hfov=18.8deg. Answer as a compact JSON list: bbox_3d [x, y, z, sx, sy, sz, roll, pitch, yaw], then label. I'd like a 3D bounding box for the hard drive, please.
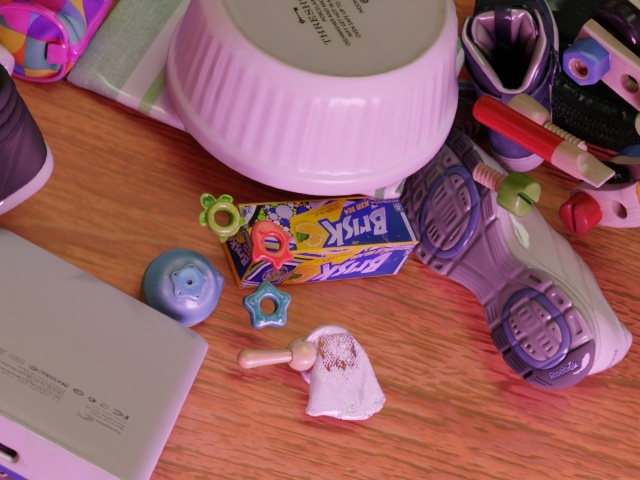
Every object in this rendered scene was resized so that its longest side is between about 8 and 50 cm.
[{"bbox_3d":[-0.207,0.094,1.472,0.210,0.040,0.318,29,17,-3],"label":"hard drive"}]

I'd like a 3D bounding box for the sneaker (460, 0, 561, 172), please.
[{"bbox_3d":[0.179,-0.201,1.827,0.086,0.163,0.226,-8,58,9],"label":"sneaker"}]

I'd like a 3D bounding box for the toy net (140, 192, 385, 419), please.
[{"bbox_3d":[-0.036,0.066,1.666,0.232,0.045,0.122,37,71,-7],"label":"toy net"}]

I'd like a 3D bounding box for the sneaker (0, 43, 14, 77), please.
[{"bbox_3d":[-0.425,-0.124,1.580,0.366,0.135,0.150,-25,71,-40],"label":"sneaker"}]

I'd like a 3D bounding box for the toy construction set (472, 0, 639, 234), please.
[{"bbox_3d":[0.309,-0.072,1.692,0.237,0.257,0.309,34,32,33],"label":"toy construction set"}]

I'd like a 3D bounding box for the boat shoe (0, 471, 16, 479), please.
[{"bbox_3d":[-0.276,0.170,1.437,0.305,0.109,0.091,23,43,-14],"label":"boat shoe"}]

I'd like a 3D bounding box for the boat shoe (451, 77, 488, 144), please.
[{"bbox_3d":[0.133,-0.121,1.910,0.183,0.066,0.066,21,52,3],"label":"boat shoe"}]

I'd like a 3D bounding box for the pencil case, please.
[{"bbox_3d":[-0.229,-0.251,1.803,0.104,0.104,0.236,29,49,-3],"label":"pencil case"}]

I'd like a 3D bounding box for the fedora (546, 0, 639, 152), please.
[{"bbox_3d":[0.331,-0.209,1.985,0.334,0.152,0.334,-3,68,8],"label":"fedora"}]

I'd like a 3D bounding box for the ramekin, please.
[{"bbox_3d":[0.002,-0.181,1.747,0.273,0.127,0.273,6,51,-7],"label":"ramekin"}]

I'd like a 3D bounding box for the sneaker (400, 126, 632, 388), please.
[{"bbox_3d":[0.180,0.016,1.811,0.129,0.111,0.297,3,50,-52],"label":"sneaker"}]

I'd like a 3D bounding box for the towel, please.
[{"bbox_3d":[-0.041,-0.172,1.836,0.325,0.038,0.248,23,50,5],"label":"towel"}]

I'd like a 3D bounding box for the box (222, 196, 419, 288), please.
[{"bbox_3d":[0.000,0.000,1.747,0.169,0.054,0.059,-5,56,-29],"label":"box"}]

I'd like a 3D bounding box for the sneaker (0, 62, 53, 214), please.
[{"bbox_3d":[-0.345,-0.043,1.509,0.104,0.147,0.296,34,60,32],"label":"sneaker"}]
